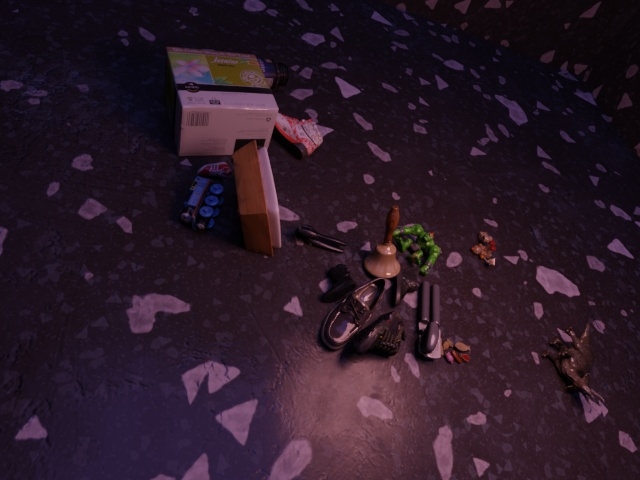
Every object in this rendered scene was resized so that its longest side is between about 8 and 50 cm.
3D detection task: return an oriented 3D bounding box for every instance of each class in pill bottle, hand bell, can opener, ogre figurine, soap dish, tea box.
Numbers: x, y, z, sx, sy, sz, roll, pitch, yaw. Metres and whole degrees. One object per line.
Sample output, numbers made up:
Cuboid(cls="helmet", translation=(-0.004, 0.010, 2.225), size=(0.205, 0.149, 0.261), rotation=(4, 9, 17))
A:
Cuboid(cls="pill bottle", translation=(-0.252, -0.708, 1.752), size=(0.219, 0.123, 0.123), rotation=(-12, 60, -29))
Cuboid(cls="hand bell", translation=(0.217, -0.009, 1.324), size=(0.126, 0.242, 0.126), rotation=(3, 38, -3))
Cuboid(cls="can opener", translation=(0.355, 0.246, 1.312), size=(0.074, 0.093, 0.281), rotation=(20, 45, -6))
Cuboid(cls="ogre figurine", translation=(0.350, 0.016, 1.481), size=(0.118, 0.097, 0.197), rotation=(-32, 55, -18))
Cuboid(cls="can opener", translation=(0.000, 0.000, 1.370), size=(0.186, 0.059, 0.073), rotation=(23, 22, -17))
Cuboid(cls="soap dish", translation=(-0.200, -0.126, 1.278), size=(0.118, 0.229, 0.291), rotation=(-8, 57, -8))
Cuboid(cls="tea box", translation=(-0.366, -0.493, 1.477), size=(0.328, 0.220, 0.324), rotation=(-8, 58, -27))

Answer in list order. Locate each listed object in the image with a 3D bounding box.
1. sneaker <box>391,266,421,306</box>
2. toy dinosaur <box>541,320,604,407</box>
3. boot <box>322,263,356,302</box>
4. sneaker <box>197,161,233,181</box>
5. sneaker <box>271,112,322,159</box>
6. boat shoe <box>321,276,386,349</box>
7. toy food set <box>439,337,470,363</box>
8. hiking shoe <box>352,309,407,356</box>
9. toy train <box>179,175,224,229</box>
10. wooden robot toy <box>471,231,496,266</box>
Cuboid(cls="sneaker", translation=(0.288, 0.154, 1.372), size=(0.089, 0.051, 0.170), rotation=(17, 47, -4))
Cuboid(cls="toy dinosaur", translation=(0.869, 0.403, 1.407), size=(0.160, 0.121, 0.313), rotation=(49, 47, 1))
Cuboid(cls="boot", translation=(0.047, 0.130, 1.289), size=(0.121, 0.045, 0.099), rotation=(-29, 44, -2))
Cuboid(cls="sneaker", translation=(-0.354, -0.228, 1.399), size=(0.118, 0.042, 0.067), rotation=(-26, 65, -38))
Cuboid(cls="sneaker", translation=(-0.114, -0.448, 1.621), size=(0.270, 0.090, 0.145), rotation=(45, 63, 7))
Cuboid(cls="boat shoe", translation=(0.106, 0.203, 1.231), size=(0.103, 0.092, 0.285), rotation=(43, 51, 10))
Cuboid(cls="toy food set", translation=(0.422, 0.354, 1.300), size=(0.122, 0.019, 0.078), rotation=(22, 49, -16))
Cuboid(cls="hiking shoe", translation=(0.184, 0.288, 1.191), size=(0.226, 0.086, 0.114), rotation=(-23, 83, -45))
Cuboid(cls="toy train", translation=(-0.370, -0.115, 1.288), size=(0.105, 0.080, 0.184), rotation=(13, 53, -1))
Cuboid(cls="wooden robot toy", translation=(0.628, 0.026, 1.603), size=(0.078, 0.076, 0.173), rotation=(9, 51, -2))
